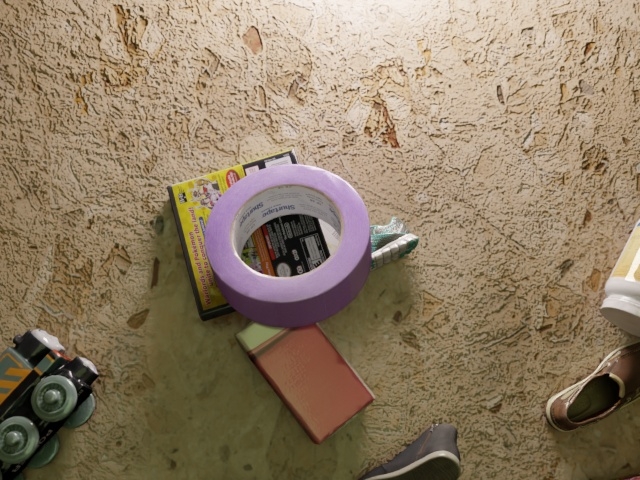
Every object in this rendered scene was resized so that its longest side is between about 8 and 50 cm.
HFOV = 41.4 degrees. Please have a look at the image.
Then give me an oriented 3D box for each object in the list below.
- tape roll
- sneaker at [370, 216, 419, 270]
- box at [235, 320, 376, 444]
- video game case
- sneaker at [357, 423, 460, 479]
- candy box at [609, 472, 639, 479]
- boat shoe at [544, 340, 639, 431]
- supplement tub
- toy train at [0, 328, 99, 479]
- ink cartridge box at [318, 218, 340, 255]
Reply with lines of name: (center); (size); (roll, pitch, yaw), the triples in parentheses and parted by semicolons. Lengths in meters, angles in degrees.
tape roll: (-0.052, 0.005, 1.424); (0.275, 0.090, 0.274); (-3, 56, 4)
sneaker: (0.095, 0.011, 1.577); (0.167, 0.065, 0.076); (-22, 64, -11)
box: (-0.029, 0.224, 1.471); (0.127, 0.148, 0.232); (-37, 82, -10)
video game case: (-0.127, -0.016, 1.529); (0.248, 0.035, 0.274); (-17, 64, -3)
sneaker: (0.151, 0.407, 1.489); (0.222, 0.118, 0.083); (-27, 101, 19)
candy box: (0.528, 0.448, 1.480); (0.187, 0.109, 0.053); (-11, 79, -5)
boat shoe: (0.530, 0.265, 1.524); (0.257, 0.095, 0.095); (-34, 82, -10)
supplement tub: (0.611, 0.068, 1.546); (0.144, 0.144, 0.199); (30, 79, 3)
toy train: (-0.536, 0.307, 1.435); (0.190, 0.142, 0.334); (38, 78, 14)
ink cartridge box: (0.000, 0.000, 1.568); (0.088, 0.052, 0.122); (43, 78, 7)
